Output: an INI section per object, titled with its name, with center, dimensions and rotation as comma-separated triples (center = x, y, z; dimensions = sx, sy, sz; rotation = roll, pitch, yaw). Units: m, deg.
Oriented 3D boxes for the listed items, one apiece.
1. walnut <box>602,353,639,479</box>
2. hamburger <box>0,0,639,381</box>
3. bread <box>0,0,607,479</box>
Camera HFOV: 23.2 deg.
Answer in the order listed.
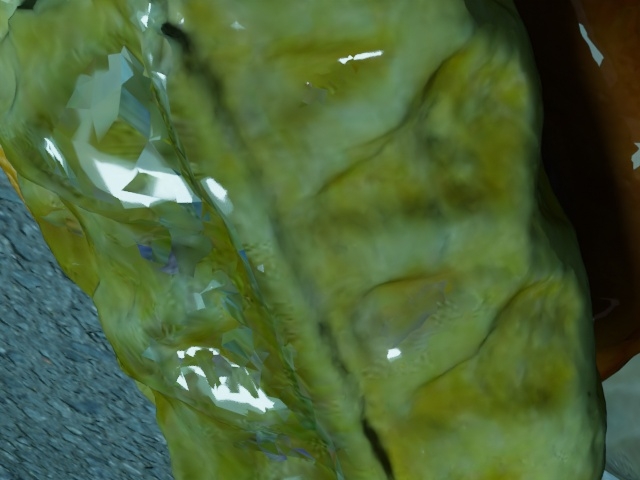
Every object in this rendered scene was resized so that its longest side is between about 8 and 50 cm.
[walnut]
center = 0.218, 0.050, 0.754
dimensions = 0.224, 0.224, 0.224
rotation = 22, 147, 15
[hamburger]
center = 0.032, -0.102, 0.641
dimensions = 0.330, 0.250, 0.330
rotation = 17, 135, 18
[bread]
center = 0.000, 0.000, 0.473
dimensions = 0.152, 0.130, 0.268
rotation = -6, 125, 24
